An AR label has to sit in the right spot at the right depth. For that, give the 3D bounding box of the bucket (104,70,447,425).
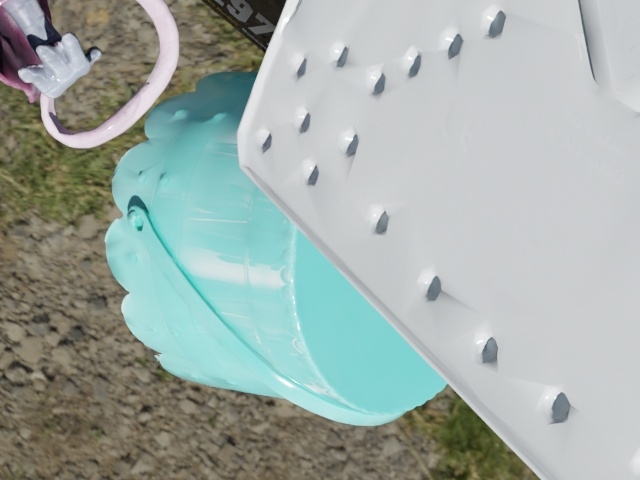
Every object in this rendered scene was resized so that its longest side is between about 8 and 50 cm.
[{"bbox_3d":[0.000,0.000,0.817,0.281,0.183,0.281,-8,102,-44],"label":"bucket"}]

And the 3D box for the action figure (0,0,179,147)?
[{"bbox_3d":[-0.229,-0.290,0.742,0.248,0.370,0.276,-42,159,-6],"label":"action figure"}]

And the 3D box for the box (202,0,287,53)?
[{"bbox_3d":[0.036,-0.206,0.960,0.322,0.257,0.079,39,73,-9],"label":"box"}]

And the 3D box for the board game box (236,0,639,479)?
[{"bbox_3d":[0.143,-0.105,0.355,0.050,0.390,0.390,5,119,-40],"label":"board game box"}]
